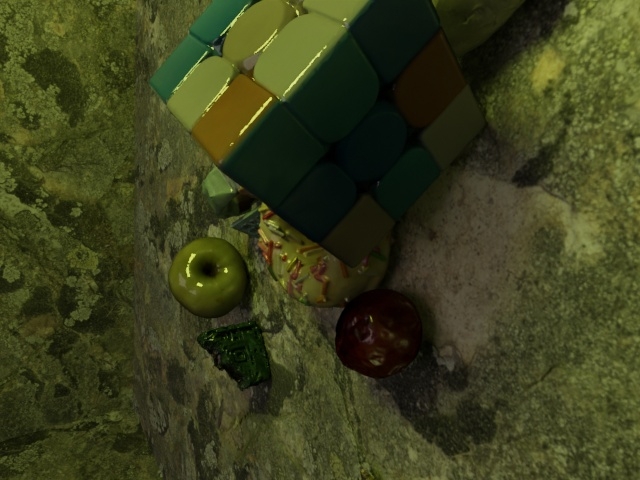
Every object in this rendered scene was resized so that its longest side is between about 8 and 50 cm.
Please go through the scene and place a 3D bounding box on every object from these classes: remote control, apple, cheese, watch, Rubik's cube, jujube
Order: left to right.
[{"bbox_3d":[-0.366,0.124,1.524,0.262,0.262,0.262,10,103,54],"label":"apple"},{"bbox_3d":[-0.211,-0.153,1.265,0.241,0.253,0.162,-31,86,33],"label":"watch"},{"bbox_3d":[-0.158,-0.064,1.334,0.293,0.103,0.051,-20,52,55],"label":"remote control"},{"bbox_3d":[-0.006,-0.226,0.772,0.344,0.346,0.347,-49,49,4],"label":"Rubik's cube"},{"bbox_3d":[0.102,0.193,0.939,0.236,0.168,0.168,-48,56,54],"label":"jujube"},{"bbox_3d":[0.210,-0.401,0.706,0.198,0.154,0.189,-37,59,51],"label":"cheese"}]

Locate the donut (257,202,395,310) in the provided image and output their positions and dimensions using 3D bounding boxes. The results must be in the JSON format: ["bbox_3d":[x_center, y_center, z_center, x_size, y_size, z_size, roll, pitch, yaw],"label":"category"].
[{"bbox_3d":[-0.005,0.005,1.050,0.371,0.150,0.307,15,111,47],"label":"donut"}]

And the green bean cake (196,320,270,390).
[{"bbox_3d":[-0.263,0.362,1.456,0.107,0.193,0.208,-32,70,46],"label":"green bean cake"}]

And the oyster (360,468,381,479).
[{"bbox_3d":[0.125,0.595,1.064,0.121,0.045,0.146,39,126,29],"label":"oyster"}]
